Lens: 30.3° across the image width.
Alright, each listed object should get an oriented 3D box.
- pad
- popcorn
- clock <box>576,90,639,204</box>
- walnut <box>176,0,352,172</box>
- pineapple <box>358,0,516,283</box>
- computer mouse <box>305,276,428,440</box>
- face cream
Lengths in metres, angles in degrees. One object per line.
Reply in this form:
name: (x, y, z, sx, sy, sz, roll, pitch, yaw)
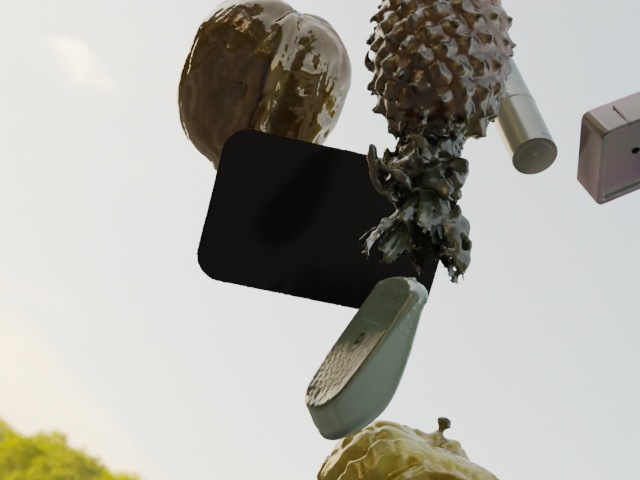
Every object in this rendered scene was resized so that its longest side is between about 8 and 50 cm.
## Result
pad: (0.000, 0.001, 1.841, 0.375, 0.315, 0.063, 13, 15, -12)
popcorn: (0.134, 0.466, 1.850, 0.349, 0.381, 0.349, 29, 0, 0)
clock: (0.490, -0.155, 1.792, 0.150, 0.197, 0.063, 82, -19, -45)
walnut: (-0.112, -0.269, 2.157, 0.306, 0.344, 0.306, 27, 9, -5)
pineapple: (0.128, -0.127, 1.272, 0.175, 0.361, 0.175, 1, -29, 1)
computer mouse: (0.066, 0.149, 1.486, 0.079, 0.231, 0.128, 36, -5, -22)
face cream: (0.319, -0.214, 1.953, 0.077, 0.250, 0.077, -5, -48, -6)
